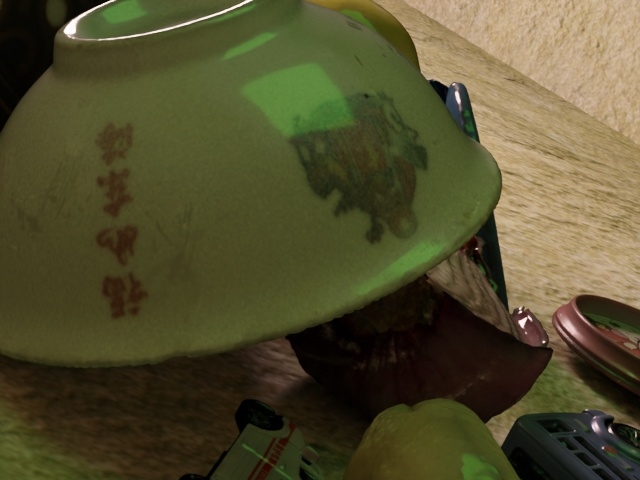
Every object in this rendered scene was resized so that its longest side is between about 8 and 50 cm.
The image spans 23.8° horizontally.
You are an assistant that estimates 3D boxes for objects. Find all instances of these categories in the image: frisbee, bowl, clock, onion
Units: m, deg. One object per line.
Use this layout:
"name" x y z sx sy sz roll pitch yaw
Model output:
"frisbee" 0.159 -0.030 1.663 0.049 0.289 0.289 -10 18 4
"bowl" -0.092 -0.090 1.169 0.435 0.196 0.435 -13 22 5
"clock" 0.380 0.140 1.764 0.244 0.056 0.244 22 16 -7
"onion" 0.073 0.066 1.390 0.267 0.159 0.349 41 12 9

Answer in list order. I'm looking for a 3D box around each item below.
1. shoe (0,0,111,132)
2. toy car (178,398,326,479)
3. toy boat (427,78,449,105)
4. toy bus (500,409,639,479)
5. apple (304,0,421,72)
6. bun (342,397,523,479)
"shoe" -0.194 -0.185 1.380 0.384 0.237 0.171 51 9 -43
"toy car" -0.041 0.186 0.981 0.108 0.089 0.209 27 19 4
"toy boat" 0.058 -0.070 1.750 0.291 0.220 0.067 -19 39 -40
"toy bus" 0.251 0.249 1.140 0.133 0.125 0.292 9 22 -39
"apple" 0.008 -0.189 1.883 0.262 0.262 0.262 23 17 -8
"bun" 0.080 0.205 0.955 0.220 0.134 0.220 62 0 1
